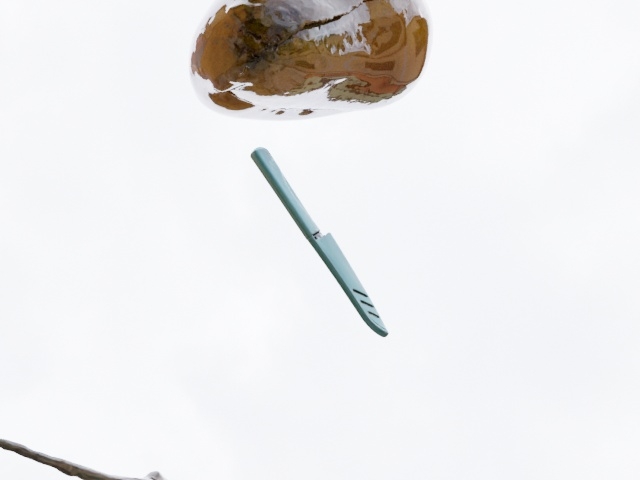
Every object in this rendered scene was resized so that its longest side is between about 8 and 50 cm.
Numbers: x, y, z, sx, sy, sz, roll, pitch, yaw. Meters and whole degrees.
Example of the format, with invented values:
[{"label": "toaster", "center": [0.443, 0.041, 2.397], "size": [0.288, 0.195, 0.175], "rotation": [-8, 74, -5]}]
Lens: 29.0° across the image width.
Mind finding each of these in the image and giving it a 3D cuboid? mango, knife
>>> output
[{"label": "mango", "center": [-0.011, -0.104, 0.616], "size": [0.105, 0.159, 0.084], "rotation": [-16, -97, 34]}, {"label": "knife", "center": [0.000, 0.000, 0.479], "size": [0.005, 0.014, 0.091], "rotation": [-42, -107, 30]}]

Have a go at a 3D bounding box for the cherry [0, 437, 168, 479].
[{"label": "cherry", "center": [-0.171, 0.055, 0.388], "size": [0.148, 0.115, 0.188], "rotation": [-40, -43, 18]}]
